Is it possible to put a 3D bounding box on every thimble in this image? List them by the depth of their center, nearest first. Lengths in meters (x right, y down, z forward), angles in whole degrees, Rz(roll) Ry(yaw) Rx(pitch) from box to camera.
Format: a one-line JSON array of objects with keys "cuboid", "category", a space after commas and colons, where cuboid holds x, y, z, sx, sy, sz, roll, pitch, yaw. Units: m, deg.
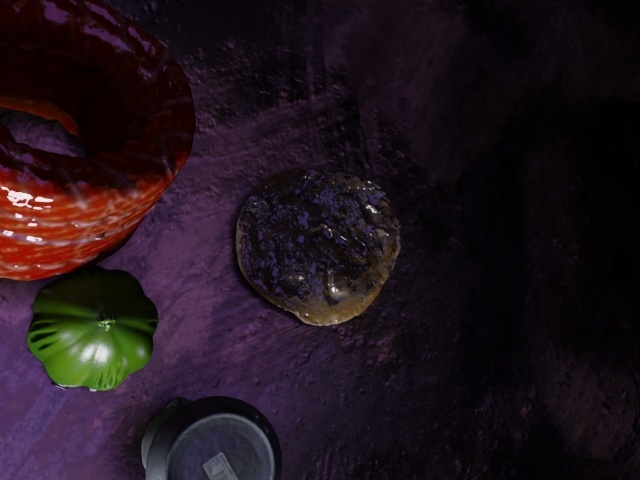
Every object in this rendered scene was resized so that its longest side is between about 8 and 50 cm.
[{"cuboid": [-0.352, -0.134, 0.953, 0.350, 0.230, 0.350, 17, 55, -26], "category": "thimble"}]

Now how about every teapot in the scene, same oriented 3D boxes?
[{"cuboid": [-0.150, 0.303, 1.000, 0.171, 0.225, 0.203, -24, 91, -22], "category": "teapot"}]

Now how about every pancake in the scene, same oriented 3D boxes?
[{"cuboid": [0.000, 0.000, 1.209, 0.282, 0.049, 0.283, 4, 80, -21], "category": "pancake"}]

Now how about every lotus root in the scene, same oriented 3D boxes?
[{"cuboid": [-0.294, 0.113, 1.005, 0.186, 0.186, 0.186, 4, 79, -22], "category": "lotus root"}]
